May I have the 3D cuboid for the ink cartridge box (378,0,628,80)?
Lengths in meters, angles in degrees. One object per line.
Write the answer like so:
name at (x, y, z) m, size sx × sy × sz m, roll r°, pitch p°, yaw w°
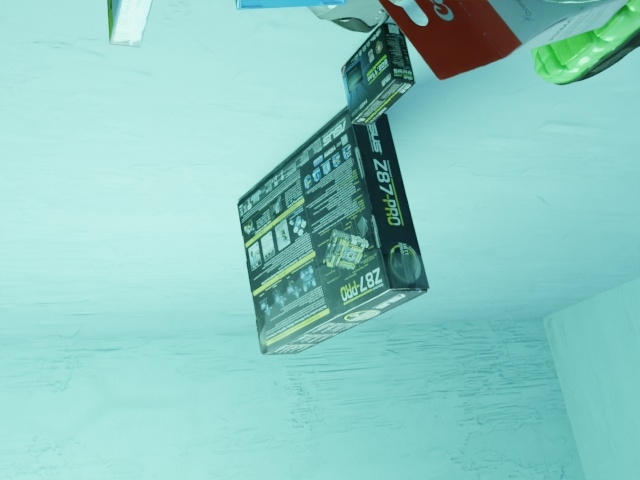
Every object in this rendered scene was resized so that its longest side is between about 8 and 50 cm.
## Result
ink cartridge box at (0.148, -0.253, 0.709) m, size 0.232 × 0.189 × 0.066 m, roll -22°, pitch 162°, yaw -37°

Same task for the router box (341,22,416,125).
router box at (0.078, -0.231, 1.105) m, size 0.038 × 0.092 × 0.122 m, roll 0°, pitch 158°, yaw -29°

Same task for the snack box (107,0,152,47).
snack box at (-0.194, -0.281, 0.809) m, size 0.037 × 0.100 × 0.141 m, roll -1°, pitch 159°, yaw -23°

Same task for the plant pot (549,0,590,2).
plant pot at (0.236, -0.358, 0.604) m, size 0.196 × 0.293 × 0.293 m, roll -32°, pitch 172°, yaw -28°

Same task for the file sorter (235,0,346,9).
file sorter at (-0.026, -0.322, 0.772) m, size 0.118 × 0.104 × 0.170 m, roll -6°, pitch 160°, yaw -11°

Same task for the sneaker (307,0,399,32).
sneaker at (0.088, -0.307, 0.932) m, size 0.229 × 0.086 × 0.132 m, roll -5°, pitch 168°, yaw 17°

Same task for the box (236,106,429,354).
box at (0.000, 0.000, 1.382) m, size 0.097 × 0.318 × 0.395 m, roll 4°, pitch 156°, yaw -35°

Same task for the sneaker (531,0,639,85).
sneaker at (0.392, -0.276, 0.785) m, size 0.202 × 0.185 × 0.483 m, roll 15°, pitch 161°, yaw -23°
